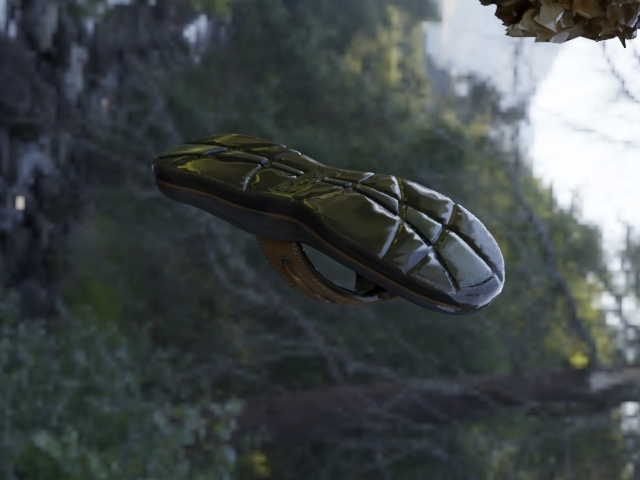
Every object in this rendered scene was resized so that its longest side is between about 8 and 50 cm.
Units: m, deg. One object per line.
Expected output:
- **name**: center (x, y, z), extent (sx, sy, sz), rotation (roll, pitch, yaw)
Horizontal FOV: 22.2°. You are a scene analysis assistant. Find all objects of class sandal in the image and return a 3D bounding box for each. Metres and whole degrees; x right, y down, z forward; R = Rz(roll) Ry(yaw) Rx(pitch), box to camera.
- **sandal**: center (0.000, 0.000, 0.841), extent (0.090, 0.219, 0.060), rotation (-25, 126, -49)

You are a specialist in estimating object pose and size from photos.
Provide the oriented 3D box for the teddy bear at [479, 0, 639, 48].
- **teddy bear**: center (0.096, -0.140, 0.559), extent (0.338, 0.245, 0.113), rotation (40, -43, 40)
